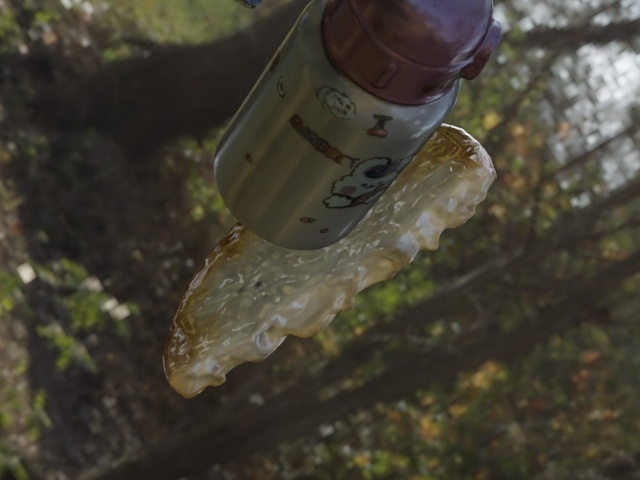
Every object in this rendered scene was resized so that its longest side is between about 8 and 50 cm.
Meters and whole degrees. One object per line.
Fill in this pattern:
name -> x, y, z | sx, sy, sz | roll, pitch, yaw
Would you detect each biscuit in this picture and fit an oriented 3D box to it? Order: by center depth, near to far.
biscuit -> 0.000, 0.000, 1.337 | 0.040, 0.309, 0.204 | 51, 10, -26

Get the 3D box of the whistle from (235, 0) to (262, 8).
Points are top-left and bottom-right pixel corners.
whistle -> -0.013, -0.296, 1.332 | 0.114, 0.235, 0.077 | 32, -7, -24

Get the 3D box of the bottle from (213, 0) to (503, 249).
bottle -> 0.023, -0.092, 0.981 | 0.110, 0.110, 0.233 | 59, -36, 15
